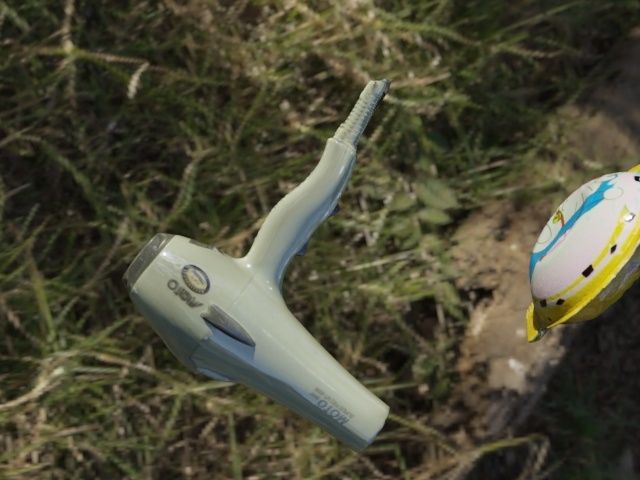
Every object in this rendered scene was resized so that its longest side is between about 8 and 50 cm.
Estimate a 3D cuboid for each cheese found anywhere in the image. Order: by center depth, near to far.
[{"bbox_3d":[0.228,-0.024,0.923,0.064,0.250,0.156,36,23,-8],"label":"cheese"}]

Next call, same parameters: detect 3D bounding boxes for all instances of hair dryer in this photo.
[{"bbox_3d":[0.011,0.037,0.968,0.267,0.092,0.229,-35,92,-1],"label":"hair dryer"}]
